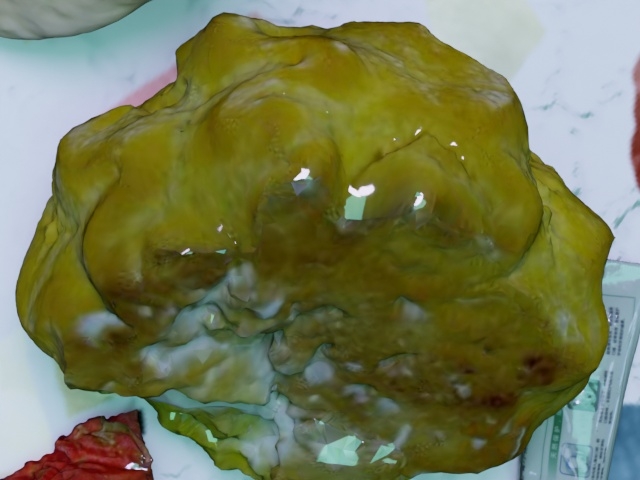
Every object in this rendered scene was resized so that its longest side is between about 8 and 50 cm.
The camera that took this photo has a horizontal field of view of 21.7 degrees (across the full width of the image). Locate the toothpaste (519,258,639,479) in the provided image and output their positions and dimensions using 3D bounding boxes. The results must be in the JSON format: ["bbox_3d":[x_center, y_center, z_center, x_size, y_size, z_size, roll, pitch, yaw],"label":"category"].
[{"bbox_3d":[0.134,0.116,0.898,0.064,0.041,0.218,8,93,-4],"label":"toothpaste"}]

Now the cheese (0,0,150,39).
[{"bbox_3d":[-0.099,-0.189,0.723,0.251,0.248,0.173,-40,102,5],"label":"cheese"}]

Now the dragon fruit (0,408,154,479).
[{"bbox_3d":[-0.129,0.174,0.824,0.120,0.127,0.161,-3,99,-16],"label":"dragon fruit"}]

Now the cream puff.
[{"bbox_3d":[-0.002,0.001,0.804,0.282,0.185,0.282,-1,138,-1],"label":"cream puff"}]
